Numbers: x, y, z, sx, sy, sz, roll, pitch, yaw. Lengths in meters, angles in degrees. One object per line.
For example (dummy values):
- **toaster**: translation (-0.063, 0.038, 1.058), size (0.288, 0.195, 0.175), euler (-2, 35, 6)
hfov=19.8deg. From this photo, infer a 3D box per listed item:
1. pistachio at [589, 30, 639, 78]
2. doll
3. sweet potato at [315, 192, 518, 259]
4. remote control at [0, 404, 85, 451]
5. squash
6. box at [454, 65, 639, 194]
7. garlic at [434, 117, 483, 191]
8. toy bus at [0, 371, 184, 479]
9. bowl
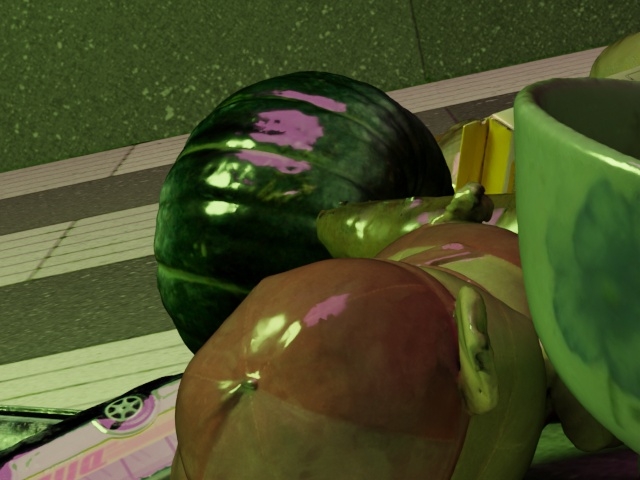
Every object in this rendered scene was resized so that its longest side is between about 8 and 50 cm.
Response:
- **pistachio**: translation (0.320, -0.124, 1.704), size (0.137, 0.153, 0.238), euler (27, 3, -15)
- **doll**: translation (0.034, 0.078, 0.819), size (0.196, 0.152, 0.256), euler (-55, -20, 22)
- **sweet potato**: translation (0.197, 0.012, 0.955), size (0.422, 0.130, 0.130), euler (1, 12, 11)
- **remote control**: translation (-0.110, 0.117, 1.008), size (0.266, 0.066, 0.090), euler (-6, 15, 32)
- **squash**: translation (-0.005, -0.002, 1.147), size (0.172, 0.218, 0.218), euler (-14, 8, 29)
- **box**: translation (0.211, -0.065, 1.503), size (0.247, 0.129, 0.033), euler (-20, 41, -32)
- **garlic**: translation (0.122, -0.049, 1.699), size (0.128, 0.090, 0.198), euler (-26, 15, 7)
- **toy bus**: translation (-0.114, 0.125, 0.891), size (0.172, 0.057, 0.072), euler (-27, 44, -16)
- **bowl**: translation (0.201, 0.042, 0.719), size (0.289, 0.146, 0.289), euler (12, 14, -3)
